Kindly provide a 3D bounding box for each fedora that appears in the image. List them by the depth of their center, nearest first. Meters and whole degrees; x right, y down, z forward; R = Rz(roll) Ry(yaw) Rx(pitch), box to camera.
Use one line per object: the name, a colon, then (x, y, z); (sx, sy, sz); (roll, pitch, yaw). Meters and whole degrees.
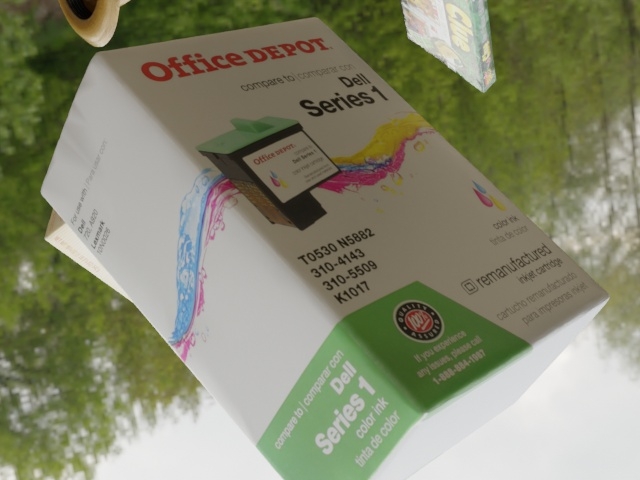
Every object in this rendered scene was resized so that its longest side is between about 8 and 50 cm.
fedora: (-0.227, -0.303, 1.139); (0.079, 0.194, 0.194); (-17, -167, -30)

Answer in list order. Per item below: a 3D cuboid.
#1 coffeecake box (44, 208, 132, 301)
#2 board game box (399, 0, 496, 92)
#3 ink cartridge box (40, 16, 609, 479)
coffeecake box: (-0.105, -0.028, 0.874); (0.185, 0.142, 0.068); (-33, -146, 24)
board game box: (0.145, -0.279, 1.278); (0.030, 0.136, 0.259); (-49, 158, -7)
ink cartridge box: (0.000, 0.000, 0.648); (0.201, 0.278, 0.117); (-21, 151, -46)
